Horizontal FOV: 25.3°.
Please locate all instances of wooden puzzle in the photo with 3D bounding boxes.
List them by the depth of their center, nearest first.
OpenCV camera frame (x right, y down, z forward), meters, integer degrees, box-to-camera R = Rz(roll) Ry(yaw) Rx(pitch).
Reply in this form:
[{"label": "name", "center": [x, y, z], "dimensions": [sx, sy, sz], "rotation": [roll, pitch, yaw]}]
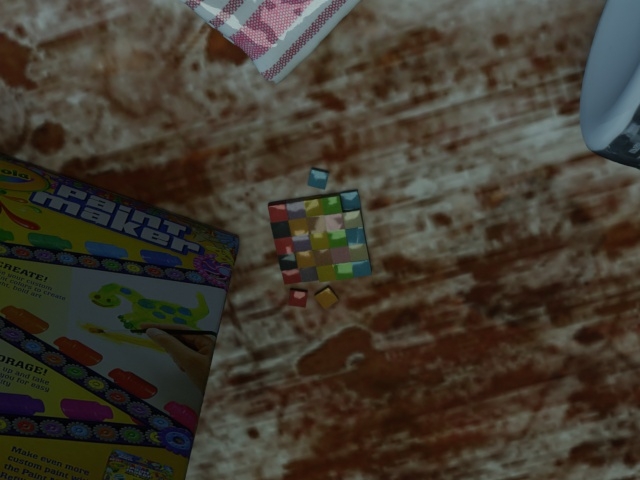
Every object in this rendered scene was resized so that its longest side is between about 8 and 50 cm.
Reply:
[{"label": "wooden puzzle", "center": [0.000, 0.000, 0.768], "dimensions": [0.049, 0.006, 0.083], "rotation": [-8, 114, 7]}]

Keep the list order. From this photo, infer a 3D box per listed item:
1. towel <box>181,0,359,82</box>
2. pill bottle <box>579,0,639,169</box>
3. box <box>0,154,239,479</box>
[{"label": "towel", "center": [-0.047, -0.182, 0.674], "dimensions": [0.197, 0.029, 0.144], "rotation": [39, 112, -14]}, {"label": "pill bottle", "center": [0.255, -0.064, 0.655], "dimensions": [0.246, 0.130, 0.130], "rotation": [18, 115, -5]}, {"label": "box", "center": [-0.176, 0.149, 0.699], "dimensions": [0.177, 0.279, 0.290], "rotation": [19, 114, -5]}]
